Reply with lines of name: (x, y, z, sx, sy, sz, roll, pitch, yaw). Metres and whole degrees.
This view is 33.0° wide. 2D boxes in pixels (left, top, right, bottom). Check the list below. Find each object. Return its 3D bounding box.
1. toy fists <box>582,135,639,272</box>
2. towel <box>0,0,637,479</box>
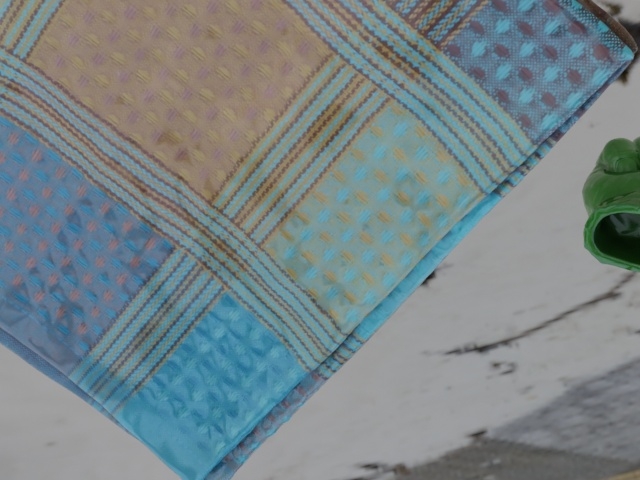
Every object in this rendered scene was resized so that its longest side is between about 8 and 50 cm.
toy fists: (0.376, -0.038, 0.961, 0.279, 0.096, 0.142, 6, -143, 25)
towel: (-0.067, -0.045, 0.547, 0.370, 0.271, 0.040, -48, -174, 32)
